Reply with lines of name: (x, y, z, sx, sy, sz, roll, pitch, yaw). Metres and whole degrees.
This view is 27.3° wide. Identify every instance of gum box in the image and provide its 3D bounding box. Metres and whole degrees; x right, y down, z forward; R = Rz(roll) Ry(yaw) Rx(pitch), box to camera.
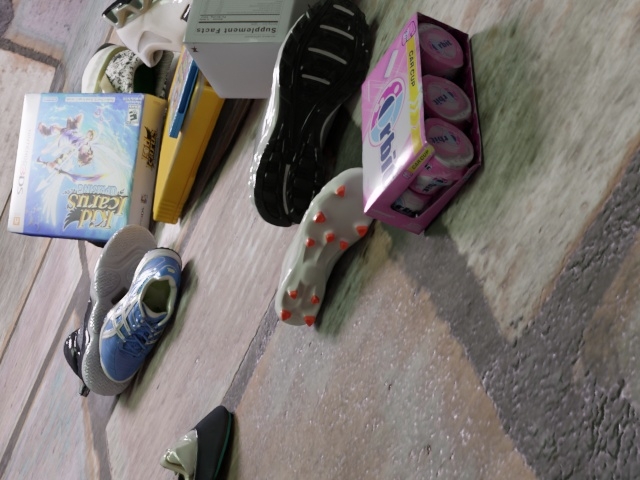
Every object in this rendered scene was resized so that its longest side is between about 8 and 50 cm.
gum box: (0.091, -0.106, 1.224, 0.107, 0.062, 0.188, -51, 28, 42)

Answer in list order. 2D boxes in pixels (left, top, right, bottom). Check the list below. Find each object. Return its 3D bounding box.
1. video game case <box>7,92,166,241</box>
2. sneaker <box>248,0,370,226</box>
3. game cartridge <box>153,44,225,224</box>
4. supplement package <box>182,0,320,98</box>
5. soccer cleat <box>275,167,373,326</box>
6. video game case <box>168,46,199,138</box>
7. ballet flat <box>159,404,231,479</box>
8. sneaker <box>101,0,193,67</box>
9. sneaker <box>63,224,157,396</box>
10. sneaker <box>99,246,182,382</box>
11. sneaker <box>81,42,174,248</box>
video game case: (-0.393, -0.122, 2.198, 0.269, 0.061, 0.244, 4, 86, 32)
sneaker: (-0.025, -0.152, 1.511, 0.108, 0.100, 0.271, -157, 87, -74)
game cartridge: (-0.188, -0.219, 1.982, 0.323, 0.053, 0.285, 115, 162, -50)
supplement package: (-0.062, -0.310, 1.617, 0.134, 0.139, 0.244, 56, -138, -60)
soccer cleat: (0.000, 0.000, 1.358, 0.076, 0.068, 0.196, -101, 33, -59)
video game case: (-0.183, -0.241, 1.832, 0.119, 0.015, 0.166, -94, 21, -51)
ballet flat: (-0.150, 0.275, 1.481, 0.074, 0.074, 0.203, -35, 40, 57)
sneaker: (-0.194, -0.384, 2.145, 0.330, 0.146, 0.122, -20, 24, 37)
sneaker: (-0.329, 0.112, 2.023, 0.153, 0.101, 0.268, -24, 52, 59)
sneaker: (-0.260, 0.112, 1.885, 0.081, 0.080, 0.211, -121, 52, -68)
sneaker: (-0.346, -0.187, 2.309, 0.182, 0.158, 0.410, -18, 58, 44)
